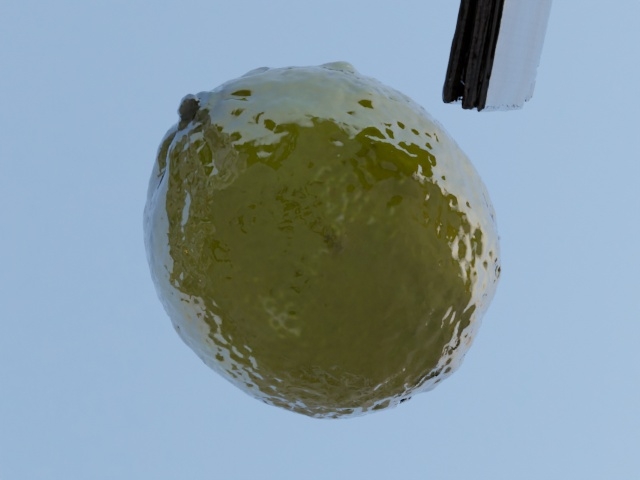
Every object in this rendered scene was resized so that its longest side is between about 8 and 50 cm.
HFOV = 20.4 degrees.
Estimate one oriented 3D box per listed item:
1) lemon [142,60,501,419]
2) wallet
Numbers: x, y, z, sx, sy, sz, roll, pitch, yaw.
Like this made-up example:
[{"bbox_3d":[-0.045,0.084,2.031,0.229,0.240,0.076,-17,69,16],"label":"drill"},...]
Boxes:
[{"bbox_3d":[0.000,0.000,1.013,0.231,0.192,0.192,41,-85,-24],"label":"lemon"},{"bbox_3d":[0.103,-0.180,0.913,0.042,0.124,0.230,14,-81,17],"label":"wallet"}]
